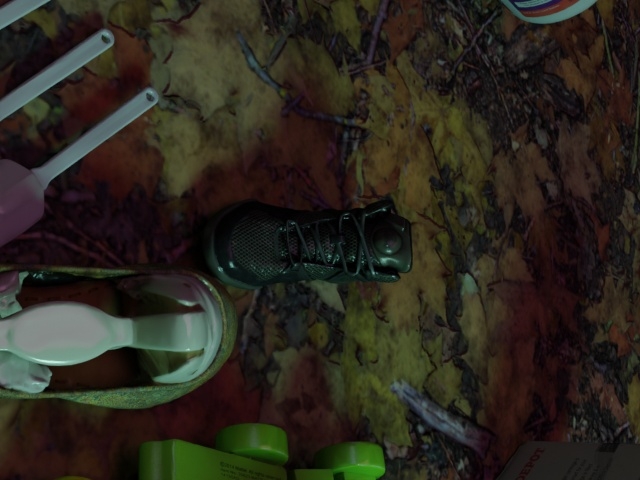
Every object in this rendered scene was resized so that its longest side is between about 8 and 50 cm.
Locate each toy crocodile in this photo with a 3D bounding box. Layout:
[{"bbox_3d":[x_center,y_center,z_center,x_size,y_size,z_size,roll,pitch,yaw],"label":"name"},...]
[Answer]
[{"bbox_3d":[-0.029,0.239,0.996,0.340,0.105,0.115,20,52,-43],"label":"toy crocodile"}]

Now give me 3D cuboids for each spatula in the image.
[{"bbox_3d":[-0.232,-0.112,0.884,0.168,0.019,0.242,59,43,-16],"label":"spatula"}]

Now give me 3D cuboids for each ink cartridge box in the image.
[{"bbox_3d":[0.326,0.326,1.260,0.197,0.273,0.114,-39,116,-46],"label":"ink cartridge box"}]

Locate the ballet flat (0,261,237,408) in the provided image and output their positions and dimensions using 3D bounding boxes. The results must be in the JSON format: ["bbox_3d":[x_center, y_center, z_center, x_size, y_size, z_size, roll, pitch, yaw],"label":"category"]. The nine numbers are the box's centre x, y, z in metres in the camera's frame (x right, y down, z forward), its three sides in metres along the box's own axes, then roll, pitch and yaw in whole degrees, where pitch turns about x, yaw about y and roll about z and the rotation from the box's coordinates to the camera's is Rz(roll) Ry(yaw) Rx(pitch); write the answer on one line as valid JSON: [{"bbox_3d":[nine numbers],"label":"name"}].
[{"bbox_3d":[-0.160,0.070,0.856,0.348,0.123,0.123,5,79,-50],"label":"ballet flat"}]

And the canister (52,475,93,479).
[{"bbox_3d":[-0.179,0.274,0.817,0.126,0.073,0.170,39,52,-25],"label":"canister"}]

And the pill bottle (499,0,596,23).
[{"bbox_3d":[0.223,-0.412,1.351,0.323,0.181,0.181,31,60,-43],"label":"pill bottle"}]

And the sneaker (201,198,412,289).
[{"bbox_3d":[0.000,0.000,1.049,0.227,0.130,0.087,6,76,-47],"label":"sneaker"}]
